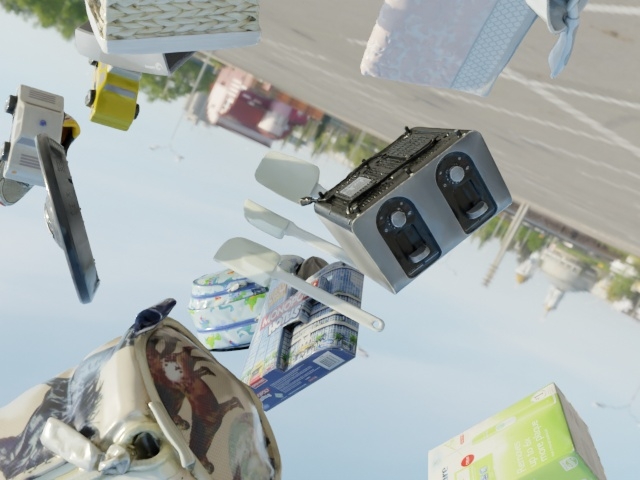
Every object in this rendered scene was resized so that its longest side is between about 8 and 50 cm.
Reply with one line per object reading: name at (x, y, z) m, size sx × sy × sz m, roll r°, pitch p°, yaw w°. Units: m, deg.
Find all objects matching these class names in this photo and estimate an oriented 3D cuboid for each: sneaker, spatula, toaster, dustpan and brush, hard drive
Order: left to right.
sneaker at (-0.560, -0.164, 1.394) m, size 0.092 × 0.225 × 0.088 m, roll 20°, pitch 162°, yaw 35°
hard drive at (-0.299, -0.365, 1.222) m, size 0.254 × 0.172 × 0.054 m, roll 21°, pitch 149°, yaw 35°
spatula at (0.000, 0.000, 0.897) m, size 0.242 × 0.168 × 0.019 m, roll 25°, pitch 173°, yaw 17°
toaster at (0.091, -0.041, 0.786) m, size 0.110 × 0.168 × 0.185 m, roll 56°, pitch 172°, yaw -18°
dustpan and brush at (0.240, -0.235, 0.680) m, size 0.060 × 0.147 × 0.211 m, roll 39°, pitch 160°, yaw 13°

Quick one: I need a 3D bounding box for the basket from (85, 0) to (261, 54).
basket at (-0.150, -0.264, 0.725) m, size 0.167 × 0.103 × 0.113 m, roll -9°, pitch -135°, yaw -22°

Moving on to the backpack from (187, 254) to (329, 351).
backpack at (-0.156, 0.159, 1.799) m, size 0.273 × 0.355 × 0.290 m, roll 58°, pitch -162°, yaw -6°

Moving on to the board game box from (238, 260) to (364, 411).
board game box at (-0.026, 0.105, 0.964) m, size 0.060 × 0.194 × 0.194 m, roll 32°, pitch -139°, yaw -23°

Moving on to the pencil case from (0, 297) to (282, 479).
pencil case at (-0.237, 0.204, 0.492) m, size 0.160 × 0.410 × 0.183 m, roll 61°, pitch -177°, yaw 22°

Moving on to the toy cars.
toy cars at (-0.446, -0.257, 1.322) m, size 0.176 × 0.394 × 0.087 m, roll 50°, pitch 139°, yaw -11°

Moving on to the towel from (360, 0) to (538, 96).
towel at (0.273, -0.442, 1.524) m, size 0.317 × 0.053 × 0.332 m, roll 9°, pitch 152°, yaw -8°

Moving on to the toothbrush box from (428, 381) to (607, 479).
toothbrush box at (0.337, 0.409, 1.252) m, size 0.122 × 0.283 × 0.206 m, roll 50°, pitch -160°, yaw -10°

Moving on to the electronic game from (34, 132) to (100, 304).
electronic game at (-0.336, -0.027, 0.936) m, size 0.048 × 0.229 × 0.229 m, roll -15°, pitch -156°, yaw -18°
